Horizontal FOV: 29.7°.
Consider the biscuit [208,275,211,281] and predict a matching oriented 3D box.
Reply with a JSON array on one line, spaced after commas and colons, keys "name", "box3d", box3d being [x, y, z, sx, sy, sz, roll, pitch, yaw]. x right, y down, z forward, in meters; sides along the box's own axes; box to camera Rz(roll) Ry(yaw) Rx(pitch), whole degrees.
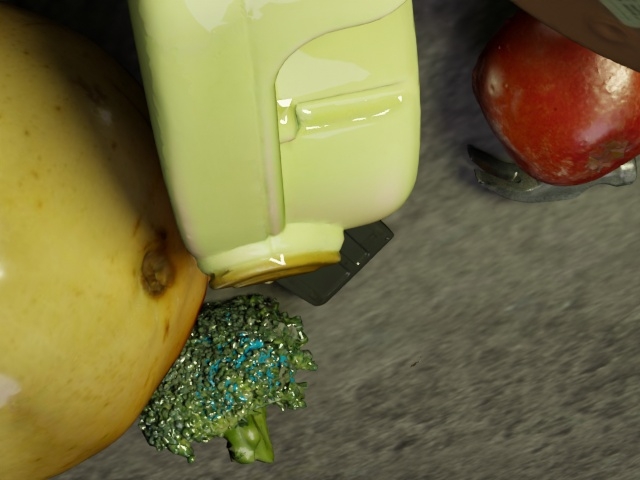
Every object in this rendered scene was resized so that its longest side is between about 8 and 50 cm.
[{"name": "biscuit", "box3d": [-0.190, 0.048, 0.961, 0.295, 0.044, 0.186, -34, 146, 6]}]

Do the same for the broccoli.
[{"name": "broccoli", "box3d": [-0.077, 0.131, 1.051, 0.154, 0.167, 0.160, -4, 120, 6]}]

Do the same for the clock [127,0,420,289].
[{"name": "clock", "box3d": [-0.031, -0.127, 0.579, 0.117, 0.286, 0.348, -11, 150, -4]}]

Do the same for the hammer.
[{"name": "hammer", "box3d": [0.181, -0.120, 0.873, 0.137, 0.037, 0.290, -11, 147, -4]}]

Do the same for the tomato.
[{"name": "tomato", "box3d": [0.182, -0.087, 0.803, 0.139, 0.091, 0.159, -25, 148, 19]}]

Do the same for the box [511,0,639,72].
[{"name": "box", "box3d": [0.183, -0.190, 0.479, 0.301, 0.301, 0.216, 31, 84, -46]}]

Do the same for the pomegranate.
[{"name": "pomegranate", "box3d": [-0.228, 0.007, 0.715, 0.319, 0.319, 0.319, -8, 147, -5]}]

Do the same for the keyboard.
[{"name": "keyboard", "box3d": [-0.006, -0.007, 0.966, 0.103, 0.041, 0.381, -44, 134, 3]}]
